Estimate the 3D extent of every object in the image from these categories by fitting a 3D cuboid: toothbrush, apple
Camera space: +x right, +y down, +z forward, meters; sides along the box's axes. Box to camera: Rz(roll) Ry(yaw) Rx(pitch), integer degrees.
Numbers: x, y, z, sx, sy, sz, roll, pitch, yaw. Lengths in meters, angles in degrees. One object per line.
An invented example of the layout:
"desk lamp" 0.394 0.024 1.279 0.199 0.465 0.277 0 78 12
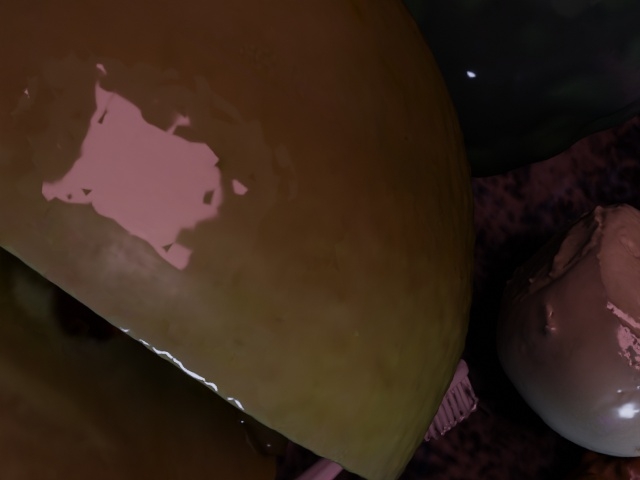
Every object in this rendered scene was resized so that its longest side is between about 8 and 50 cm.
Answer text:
"toothbrush" -0.032 0.127 0.808 0.275 0.019 0.025 -32 109 -30
"apple" -0.091 -0.004 0.631 0.254 0.292 0.292 33 65 -33

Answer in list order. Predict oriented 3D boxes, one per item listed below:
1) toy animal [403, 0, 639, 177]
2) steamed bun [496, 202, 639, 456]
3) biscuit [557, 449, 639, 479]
"toy animal" 0.015 -0.169 0.761 0.338 0.216 0.191 52 23 -11
"steamed bun" 0.138 0.049 0.905 0.112 0.091 0.130 43 29 -6
"biscuit" 0.183 0.231 0.925 0.296 0.075 0.296 8 77 -34
